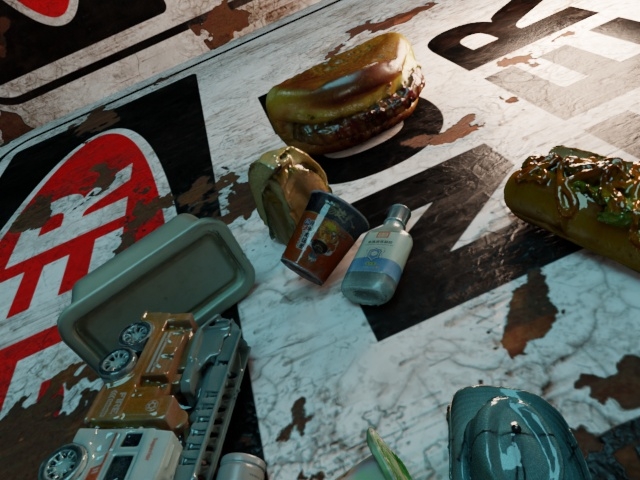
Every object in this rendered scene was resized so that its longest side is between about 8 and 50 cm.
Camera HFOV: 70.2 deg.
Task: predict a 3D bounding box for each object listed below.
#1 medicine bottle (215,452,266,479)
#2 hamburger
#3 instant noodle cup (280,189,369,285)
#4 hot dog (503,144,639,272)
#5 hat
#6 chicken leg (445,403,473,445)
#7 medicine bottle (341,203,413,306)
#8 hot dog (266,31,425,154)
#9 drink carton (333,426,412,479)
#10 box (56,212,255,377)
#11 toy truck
[{"bbox_3d":[-0.101,0.310,0.544,0.058,0.058,0.091,-10,40,17],"label":"medicine bottle"},{"bbox_3d":[-0.062,-0.106,0.888,0.135,0.207,0.155,20,60,38],"label":"hamburger"},{"bbox_3d":[0.001,0.000,0.801,0.127,0.127,0.135,21,73,42],"label":"instant noodle cup"},{"bbox_3d":[0.429,-0.052,0.646,0.158,0.117,0.349,-34,40,-12],"label":"hot dog"},{"bbox_3d":[0.199,0.219,0.469,0.138,0.078,0.191,-2,43,5],"label":"hat"},{"bbox_3d":[0.167,0.228,0.532,0.036,0.021,0.083,-4,40,-2],"label":"chicken leg"},{"bbox_3d":[0.108,0.018,0.779,0.090,0.053,0.208,0,43,32],"label":"medicine bottle"},{"bbox_3d":[0.081,-0.346,1.110,0.405,0.185,0.223,-27,37,-4],"label":"hot dog"},{"bbox_3d":[0.037,0.290,0.439,0.142,0.144,0.146,-32,38,-1],"label":"drink carton"},{"bbox_3d":[-0.301,0.079,0.839,0.312,0.175,0.182,-37,32,-15],"label":"box"},{"bbox_3d":[-0.212,0.247,0.607,0.184,0.133,0.338,-6,35,10],"label":"toy truck"}]
